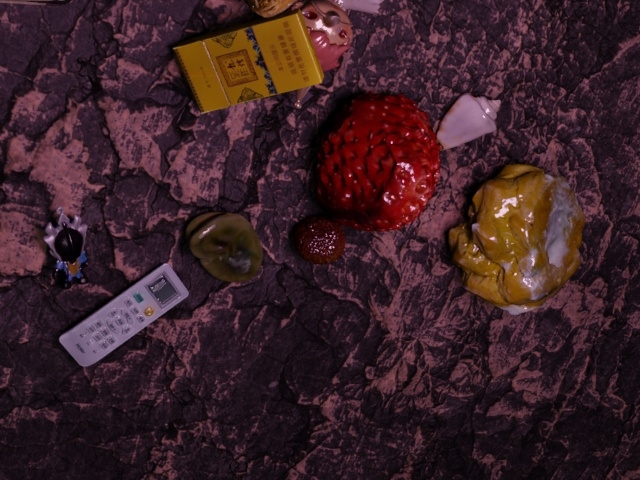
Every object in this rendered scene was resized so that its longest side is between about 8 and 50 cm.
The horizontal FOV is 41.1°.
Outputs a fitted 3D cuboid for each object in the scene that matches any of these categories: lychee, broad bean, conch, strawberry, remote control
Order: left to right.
[{"bbox_3d":[-0.445,0.166,1.929,0.293,0.051,0.103,-35,122,-8],"label":"remote control"},{"bbox_3d":[-0.216,0.012,1.946,0.153,0.072,0.206,-48,133,7],"label":"broad bean"},{"bbox_3d":[0.003,0.001,1.990,0.129,0.123,0.123,38,96,-30],"label":"lychee"},{"bbox_3d":[0.148,-0.147,1.849,0.295,0.345,0.318,34,97,-29],"label":"strawberry"},{"bbox_3d":[0.350,-0.286,2.035,0.176,0.094,0.104,-26,138,22],"label":"conch"}]

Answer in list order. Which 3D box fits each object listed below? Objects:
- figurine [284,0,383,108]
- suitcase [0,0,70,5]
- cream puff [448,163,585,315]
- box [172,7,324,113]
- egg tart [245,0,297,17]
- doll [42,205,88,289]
[{"bbox_3d":[0.009,-0.460,1.755,0.207,0.166,0.387,23,102,-24],"label":"figurine"},{"bbox_3d":[-0.511,-0.588,1.474,0.339,0.194,0.352,-2,114,-24],"label":"suitcase"},{"bbox_3d":[0.466,-0.009,2.108,0.378,0.275,0.379,-7,100,-45],"label":"cream puff"},{"bbox_3d":[-0.146,-0.362,1.734,0.278,0.041,0.153,-11,123,18],"label":"box"},{"bbox_3d":[-0.070,-0.543,1.656,0.105,0.241,0.241,12,110,-49],"label":"egg tart"},{"bbox_3d":[-0.537,0.014,1.812,0.095,0.070,0.195,-21,128,-29],"label":"doll"}]
